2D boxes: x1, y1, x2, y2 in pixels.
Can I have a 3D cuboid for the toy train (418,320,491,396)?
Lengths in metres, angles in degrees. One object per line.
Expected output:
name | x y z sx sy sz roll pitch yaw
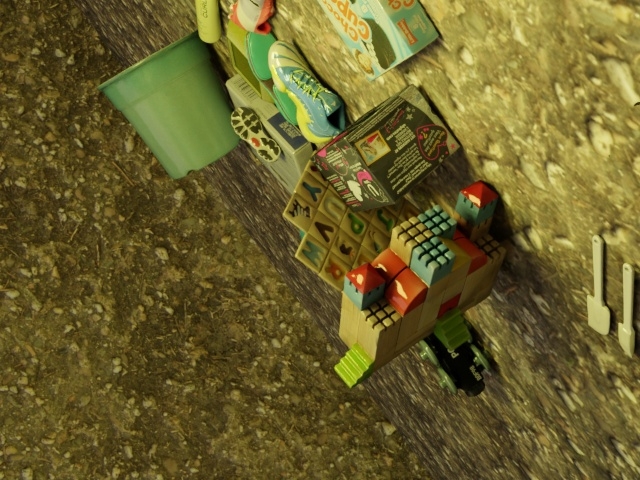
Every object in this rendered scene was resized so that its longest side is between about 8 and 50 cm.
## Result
toy train | 0.285 0.227 1.787 0.334 0.142 0.190 55 179 -13

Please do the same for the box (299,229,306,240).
box | 0.000 0.000 2.256 0.060 0.100 0.244 47 166 22

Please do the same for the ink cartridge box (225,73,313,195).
ink cartridge box | -0.116 -0.263 2.052 0.324 0.071 0.330 47 169 27

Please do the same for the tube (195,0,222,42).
tube | -0.284 -0.590 1.818 0.070 0.062 0.240 12 157 0

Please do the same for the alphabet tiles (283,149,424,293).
alphabet tiles | 0.087 -0.013 1.436 0.342 0.285 0.011 38 143 -20

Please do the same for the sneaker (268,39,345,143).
sneaker | -0.014 -0.319 1.551 0.126 0.091 0.240 4 132 49

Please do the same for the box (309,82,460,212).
box | 0.109 -0.155 1.312 0.142 0.163 0.247 52 168 -8

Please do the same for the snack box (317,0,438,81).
snack box | 0.039 -0.410 1.123 0.322 0.060 0.187 55 168 -8

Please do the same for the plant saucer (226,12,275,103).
plant saucer | -0.172 -0.440 1.832 0.188 0.045 0.188 49 167 18

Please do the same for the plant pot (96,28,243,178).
plant pot | -0.407 -0.379 2.118 0.334 0.341 0.341 61 166 -18

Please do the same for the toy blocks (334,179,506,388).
toy blocks | 0.179 0.058 1.251 0.191 0.381 0.261 48 154 29

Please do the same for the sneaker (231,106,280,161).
sneaker | -0.173 -0.271 1.920 0.170 0.068 0.071 53 175 -4

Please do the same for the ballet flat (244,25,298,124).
ballet flat | -0.104 -0.379 1.686 0.247 0.083 0.087 60 180 -20

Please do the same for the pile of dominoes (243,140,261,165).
pile of dominoes | -0.246 -0.357 2.338 0.251 0.040 0.196 60 -179 -12

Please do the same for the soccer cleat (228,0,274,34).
soccer cleat | -0.128 -0.499 1.488 0.095 0.083 0.248 25 164 -7

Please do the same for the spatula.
spatula | 0.460 0.105 1.084 0.168 0.019 0.242 49 167 43
